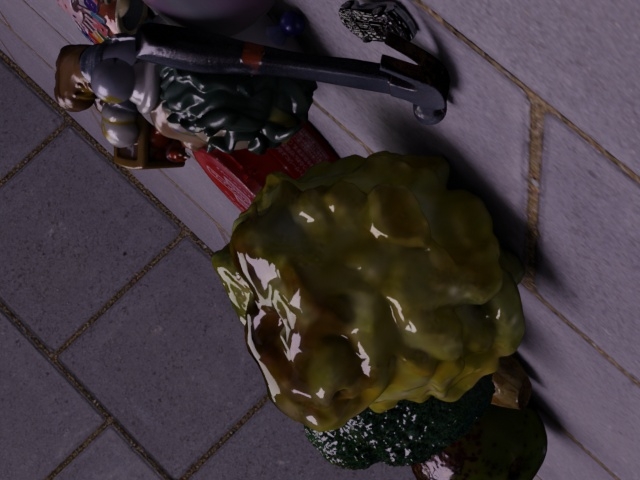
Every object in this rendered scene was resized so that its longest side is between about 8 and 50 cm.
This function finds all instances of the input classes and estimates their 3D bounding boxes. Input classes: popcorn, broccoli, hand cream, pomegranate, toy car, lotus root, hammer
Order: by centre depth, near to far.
[{"bbox_3d":[0.049,-0.195,1.259,0.093,0.025,0.041,22,154,55],"label":"toy car"},{"bbox_3d":[-0.029,-0.160,1.269,0.289,0.037,0.137,10,166,6],"label":"hammer"},{"bbox_3d":[0.060,0.040,1.501,0.312,0.312,0.312,44,171,9],"label":"popcorn"},{"bbox_3d":[0.089,0.135,1.787,0.297,0.297,0.297,49,175,41],"label":"broccoli"},{"bbox_3d":[-0.066,-0.098,1.891,0.193,0.125,0.193,45,172,9],"label":"hand cream"},{"bbox_3d":[0.180,0.143,1.950,0.258,0.097,0.110,38,166,24],"label":"lotus root"},{"bbox_3d":[0.201,0.281,2.066,0.248,0.214,0.214,19,155,43],"label":"pomegranate"}]

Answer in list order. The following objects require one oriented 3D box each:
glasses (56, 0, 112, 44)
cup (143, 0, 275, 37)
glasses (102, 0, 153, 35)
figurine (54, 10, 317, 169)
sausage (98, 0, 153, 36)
[{"bbox_3d":[-0.308,-0.360,1.916,0.162,0.095,0.255,58,161,16],"label":"glasses"},{"bbox_3d":[-0.146,-0.307,1.223,0.203,0.203,0.288,39,174,36],"label":"cup"},{"bbox_3d":[-0.188,-0.267,1.817,0.220,0.088,0.190,43,170,13],"label":"glasses"},{"bbox_3d":[-0.159,-0.172,1.602,0.382,0.261,0.186,2,102,47],"label":"figurine"},{"bbox_3d":[-0.262,-0.292,2.090,0.194,0.077,0.077,53,168,-31],"label":"sausage"}]
